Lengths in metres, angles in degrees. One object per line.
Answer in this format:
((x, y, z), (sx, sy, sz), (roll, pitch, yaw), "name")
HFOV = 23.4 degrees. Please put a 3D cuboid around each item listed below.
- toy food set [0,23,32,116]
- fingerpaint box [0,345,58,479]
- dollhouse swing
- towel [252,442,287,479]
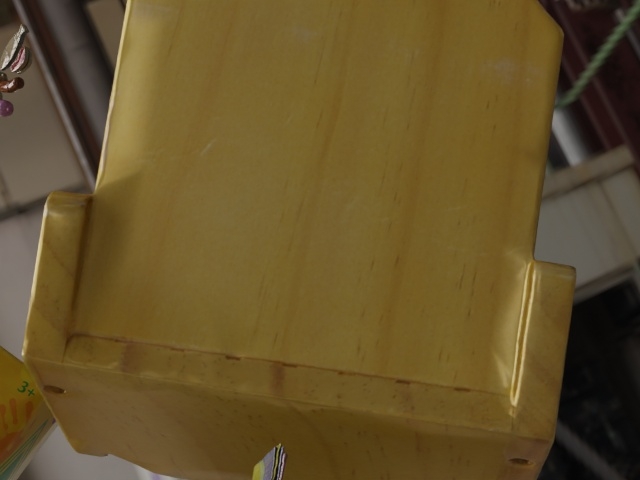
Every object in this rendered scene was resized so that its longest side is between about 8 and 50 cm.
((-0.360, -0.182, 1.786), (0.019, 0.078, 0.122), (18, -55, -36), "toy food set")
((-0.572, 0.193, 1.719), (0.371, 0.444, 0.163), (-53, -8, -13), "fingerpaint box")
((0.000, 0.000, 1.116), (0.346, 0.305, 0.315), (7, -24, 4), "dollhouse swing")
((-0.038, 0.163, 0.902), (0.009, 0.083, 0.060), (20, -24, -11), "towel")
